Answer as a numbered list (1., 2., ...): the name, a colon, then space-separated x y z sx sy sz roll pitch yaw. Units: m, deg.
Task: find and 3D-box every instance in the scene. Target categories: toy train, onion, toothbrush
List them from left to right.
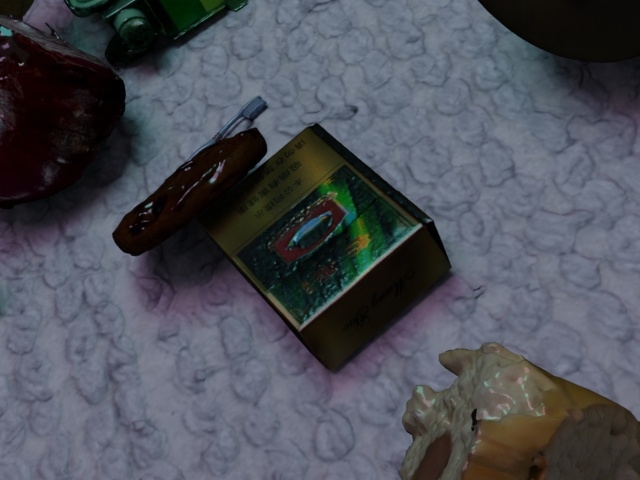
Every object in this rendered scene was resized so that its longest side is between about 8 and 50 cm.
1. onion: -0.338 -0.134 1.861 0.207 0.216 0.206 30 100 16
2. toy train: -0.224 -0.342 2.038 0.202 0.120 0.301 -32 40 0
3. toothbrush: -0.132 -0.090 1.812 0.193 0.013 0.019 -43 49 -10

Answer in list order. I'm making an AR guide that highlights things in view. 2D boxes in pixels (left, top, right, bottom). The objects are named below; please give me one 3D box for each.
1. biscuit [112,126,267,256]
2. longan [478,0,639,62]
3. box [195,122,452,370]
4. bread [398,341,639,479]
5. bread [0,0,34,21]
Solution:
1. biscuit: -0.134 -0.050 1.690 0.192 0.049 0.192 -41 7 6
2. longan: 0.260 -0.321 1.555 0.319 0.319 0.319 -19 43 18
3. box: 0.000 0.000 1.589 0.159 0.071 0.240 -39 39 -7
4. bread: 0.110 0.171 1.239 0.224 0.211 0.184 8 63 33
5. bread: -0.456 -0.315 1.954 0.211 0.316 0.270 28 24 12
